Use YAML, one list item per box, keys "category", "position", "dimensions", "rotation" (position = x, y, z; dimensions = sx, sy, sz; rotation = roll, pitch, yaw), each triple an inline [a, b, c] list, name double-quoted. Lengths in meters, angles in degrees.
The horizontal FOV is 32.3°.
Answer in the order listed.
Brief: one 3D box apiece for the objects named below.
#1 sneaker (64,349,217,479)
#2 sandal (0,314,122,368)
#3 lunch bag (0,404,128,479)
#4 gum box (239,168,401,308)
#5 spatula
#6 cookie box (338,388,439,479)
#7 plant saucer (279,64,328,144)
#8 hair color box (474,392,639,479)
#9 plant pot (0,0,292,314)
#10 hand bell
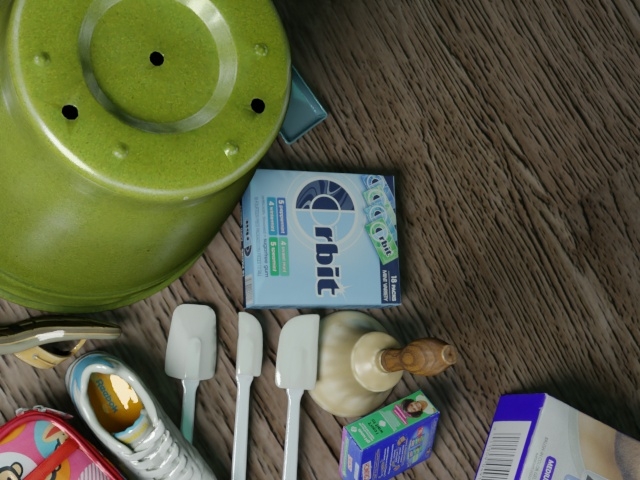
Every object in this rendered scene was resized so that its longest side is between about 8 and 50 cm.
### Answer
- category: "sneaker"
  position: [-0.181, 0.215, 1.134]
  dimensions: [0.087, 0.092, 0.228]
  rotation: [-41, 97, -14]
- category: "sandal"
  position: [-0.293, 0.108, 1.124]
  dimensions: [0.180, 0.072, 0.049]
  rotation: [-8, 101, -23]
- category: "lunch bag"
  position: [-0.318, 0.309, 1.059]
  dimensions: [0.293, 0.120, 0.258]
  rotation: [-43, 95, -22]
- category: "gum box"
  position: [0.000, 0.000, 1.278]
  dimensions: [0.184, 0.041, 0.157]
  rotation: [2, 79, -24]
- category: "spatula"
  position: [-0.091, 0.195, 1.215]
  dimensions: [0.168, 0.019, 0.242]
  rotation: [6, 85, -15]
- category: "cookie box"
  position: [0.077, 0.229, 1.252]
  dimensions: [0.107, 0.091, 0.040]
  rotation: [-22, 50, -25]
- category: "plant saucer"
  position: [-0.072, -0.205, 1.293]
  dimensions: [0.067, 0.018, 0.192]
  rotation: [-39, 99, -24]
- category: "hair color box"
  position: [0.353, 0.337, 1.350]
  dimensions: [0.339, 0.110, 0.185]
  rotation: [28, 71, -19]
- category: "plant pot"
  position: [-0.199, -0.127, 1.041]
  dimensions: [0.367, 0.353, 0.366]
  rotation: [4, 80, -23]
- category: "hand bell"
  position: [0.082, 0.127, 1.187]
  dimensions: [0.126, 0.242, 0.126]
  rotation: [4, 80, -23]
